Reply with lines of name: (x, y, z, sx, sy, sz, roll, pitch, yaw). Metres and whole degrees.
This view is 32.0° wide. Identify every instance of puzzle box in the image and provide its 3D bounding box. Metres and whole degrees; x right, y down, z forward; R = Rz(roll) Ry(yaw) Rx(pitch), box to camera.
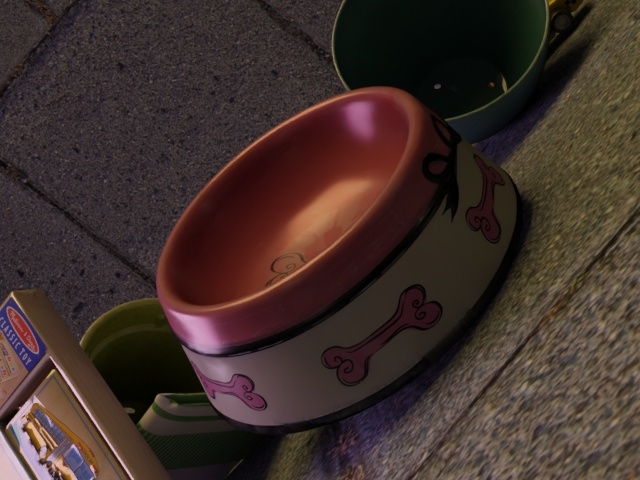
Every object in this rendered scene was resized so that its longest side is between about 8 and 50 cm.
puzzle box: (-0.315, 0.296, 1.330, 0.272, 0.409, 0.052, -48, -22, 23)

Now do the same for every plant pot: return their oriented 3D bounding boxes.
plant pot: (-0.269, 0.274, 1.756, 0.276, 0.276, 0.254, -58, -2, -42)
plant pot: (0.182, -0.243, 1.548, 0.290, 0.290, 0.195, -52, -29, -9)

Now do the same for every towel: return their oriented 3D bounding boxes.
towel: (-0.206, 0.302, 1.438, 0.248, 0.038, 0.325, 6, -48, -51)

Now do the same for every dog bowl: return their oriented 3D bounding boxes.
dog bowl: (0.000, 0.000, 1.188, 0.408, 0.150, 0.408, -29, 30, 19)

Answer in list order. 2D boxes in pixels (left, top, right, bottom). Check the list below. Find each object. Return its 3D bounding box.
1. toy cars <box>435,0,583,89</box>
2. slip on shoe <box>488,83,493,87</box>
toy cars: (0.239, -0.287, 1.737, 0.394, 0.087, 0.176, -28, 37, 54)
slip on shoe: (0.249, -0.244, 1.862, 0.041, 0.051, 0.135, -64, 15, -7)
